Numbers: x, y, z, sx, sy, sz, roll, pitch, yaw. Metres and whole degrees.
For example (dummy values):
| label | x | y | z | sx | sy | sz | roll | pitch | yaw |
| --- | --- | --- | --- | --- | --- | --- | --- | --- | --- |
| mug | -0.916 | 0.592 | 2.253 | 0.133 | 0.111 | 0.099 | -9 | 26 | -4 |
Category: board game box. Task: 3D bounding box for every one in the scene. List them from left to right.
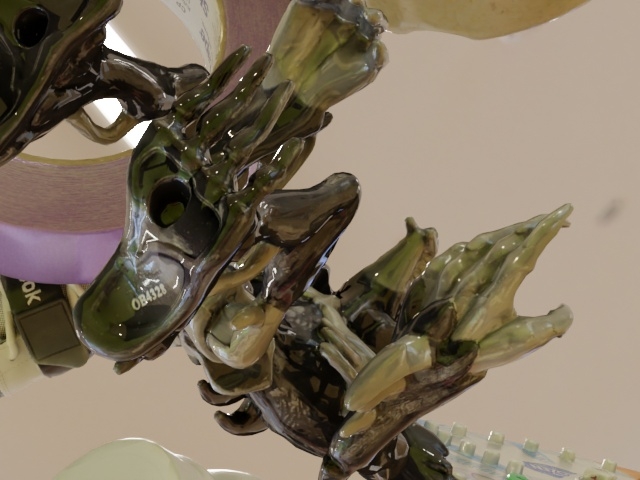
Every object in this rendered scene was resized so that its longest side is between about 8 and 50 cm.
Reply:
| label | x | y | z | sx | sy | sz | roll | pitch | yaw |
| --- | --- | --- | --- | --- | --- | --- | --- | --- | --- |
| board game box | 0.250 | 0.210 | 1.346 | 0.390 | 0.390 | 0.050 | 16 | -85 | -20 |

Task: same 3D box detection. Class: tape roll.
| label | x | y | z | sx | sy | sz | roll | pitch | yaw |
| --- | --- | --- | --- | --- | --- | --- | --- | --- | --- |
| tape roll | -0.156 | -0.115 | 1.025 | 0.275 | 0.274 | 0.090 | -28 | -15 | -18 |

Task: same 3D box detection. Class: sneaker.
| label | x | y | z | sx | sy | sz | roll | pitch | yaw |
| --- | --- | --- | --- | --- | --- | --- | --- | --- | --- |
| sneaker | -0.176 | 0.027 | 1.080 | 0.331 | 0.122 | 0.146 | -23 | -5 | -32 |

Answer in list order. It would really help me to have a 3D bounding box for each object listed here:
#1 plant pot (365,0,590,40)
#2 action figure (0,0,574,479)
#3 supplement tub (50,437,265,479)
| label | x | y | z | sx | sy | sz | roll | pitch | yaw |
| --- | --- | --- | --- | --- | --- | --- | --- | --- | --- |
| plant pot | 0.071 | -0.296 | 0.956 | 0.334 | 0.334 | 0.305 | -33 | -42 | -11 |
| action figure | 0.000 | 0.000 | 0.529 | 0.141 | 0.164 | 0.275 | -44 | -25 | 0 |
| supplement tub | -0.035 | 0.289 | 1.004 | 0.331 | 0.241 | 0.241 | 39 | -81 | -29 |
